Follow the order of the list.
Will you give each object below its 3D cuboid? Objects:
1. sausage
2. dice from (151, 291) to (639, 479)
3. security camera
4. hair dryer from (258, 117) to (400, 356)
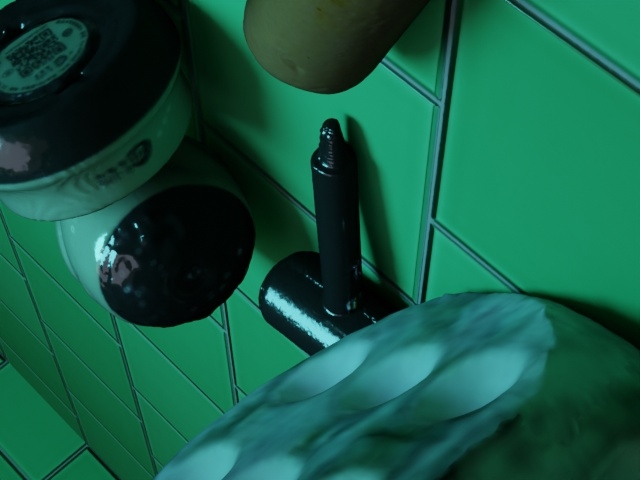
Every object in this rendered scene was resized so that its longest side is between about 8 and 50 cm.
[{"bbox_3d":[0.024,-0.150,0.682,0.086,0.086,0.289,50,157,2],"label":"sausage"},{"bbox_3d":[0.084,0.245,0.868,0.348,0.330,0.328,54,157,-14],"label":"dice"},{"bbox_3d":[-0.161,-0.049,1.078,0.191,0.197,0.277,42,165,44],"label":"security camera"},{"bbox_3d":[0.001,0.001,1.002,0.114,0.070,0.248,35,150,33],"label":"hair dryer"}]
